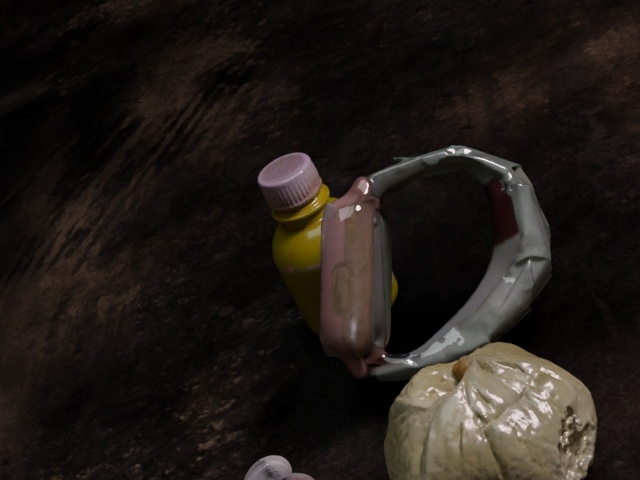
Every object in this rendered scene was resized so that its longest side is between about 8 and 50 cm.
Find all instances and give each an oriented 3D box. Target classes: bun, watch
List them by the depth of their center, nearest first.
[{"bbox_3d":[0.156,0.176,1.528,0.220,0.134,0.220,-21,29,13],"label":"bun"},{"bbox_3d":[0.131,0.025,1.716,0.241,0.253,0.162,1,0,11],"label":"watch"}]

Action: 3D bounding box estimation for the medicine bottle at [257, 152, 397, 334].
[{"bbox_3d":[0.000,0.000,1.860,0.122,0.212,0.122,-20,30,12],"label":"medicine bottle"}]

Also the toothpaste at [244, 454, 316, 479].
[{"bbox_3d":[0.030,0.300,1.511,0.100,0.066,0.323,-32,33,-19],"label":"toothpaste"}]
